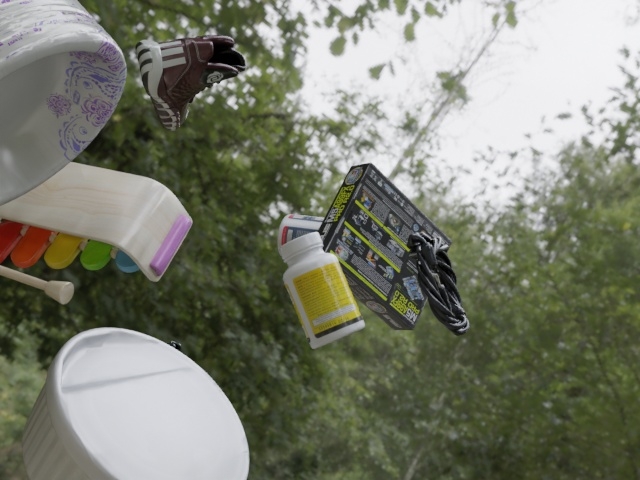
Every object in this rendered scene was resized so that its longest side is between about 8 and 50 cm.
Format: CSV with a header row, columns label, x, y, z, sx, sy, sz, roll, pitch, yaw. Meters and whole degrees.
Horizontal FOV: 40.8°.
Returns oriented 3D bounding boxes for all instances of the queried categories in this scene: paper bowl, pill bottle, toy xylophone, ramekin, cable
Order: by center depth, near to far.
label,x,y,z,sx,sy,sz,roll,pitch,yaw
pill bottle,-0.002,0.053,0.931,0.116,0.065,0.065,67,-16,6
paper bowl,-0.374,-0.170,0.967,0.148,0.284,0.284,47,-15,8
ramekin,-0.229,0.244,1.036,0.273,0.127,0.273,35,22,-17
toy xylophone,-0.355,-0.017,1.180,0.322,0.236,0.081,19,-34,25
cable,0.179,0.065,1.228,0.151,0.047,0.184,69,13,20
pill bottle,0.000,0.000,2.012,0.180,0.108,0.108,7,-26,21

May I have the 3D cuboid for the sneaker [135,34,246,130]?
label,x,y,z,sx,sy,sz,roll,pitch,yaw
sneaker,-0.200,-0.262,1.424,0.281,0.162,0.106,108,-32,-84

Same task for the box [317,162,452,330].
label,x,y,z,sx,sy,sz,roll,pitch,yaw
box,0.120,0.014,1.670,0.270,0.216,0.060,40,-26,-29

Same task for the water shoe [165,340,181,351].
label,x,y,z,sx,sy,sz,roll,pitch,yaw
water shoe,-0.313,0.321,1.904,0.203,0.080,0.073,63,16,12
